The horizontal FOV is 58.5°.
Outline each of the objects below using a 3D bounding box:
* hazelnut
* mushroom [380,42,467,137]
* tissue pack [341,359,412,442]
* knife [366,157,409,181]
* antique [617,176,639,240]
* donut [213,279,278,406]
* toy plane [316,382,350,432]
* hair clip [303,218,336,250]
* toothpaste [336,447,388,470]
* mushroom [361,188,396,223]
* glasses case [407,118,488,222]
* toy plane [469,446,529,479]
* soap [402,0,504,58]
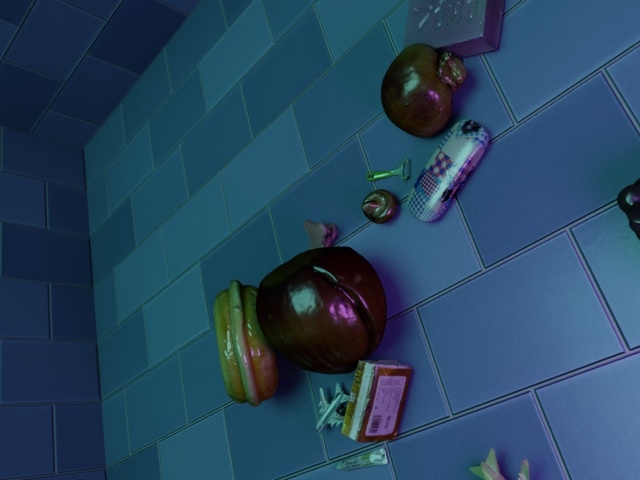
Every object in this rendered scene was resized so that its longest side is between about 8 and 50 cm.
[{"bbox_3d":[0.010,0.201,1.766,0.429,0.401,0.403,-29,61,45],"label":"hazelnut"},{"bbox_3d":[0.305,-0.458,1.730,0.283,0.195,0.264,-35,71,31],"label":"mushroom"},{"bbox_3d":[0.169,0.463,1.661,0.091,0.183,0.226,10,87,46],"label":"tissue pack"},{"bbox_3d":[0.222,-0.219,1.881,0.166,0.022,0.078,-9,68,42],"label":"knife"},{"bbox_3d":[0.783,-0.033,1.173,0.255,0.185,0.323,-27,67,36],"label":"antique"},{"bbox_3d":[-0.261,0.356,2.000,0.449,0.198,0.450,170,90,-83],"label":"donut"},{"bbox_3d":[0.036,0.554,1.856,0.162,0.065,0.171,39,110,42],"label":"toy plane"},{"bbox_3d":[-0.009,-0.001,2.004,0.123,0.102,0.138,28,101,47],"label":"hair clip"},{"bbox_3d":[0.125,0.682,1.765,0.197,0.029,0.048,-28,62,34],"label":"toothpaste"},{"bbox_3d":[0.190,-0.108,1.848,0.109,0.085,0.126,-32,49,-7],"label":"mushroom"},{"bbox_3d":[0.372,-0.204,1.692,0.328,0.076,0.125,-58,46,17],"label":"glasses case"},{"bbox_3d":[0.463,0.643,1.400,0.244,0.092,0.229,61,138,38],"label":"toy plane"},{"bbox_3d":[0.411,-0.704,1.754,0.296,0.107,0.286,1,79,44],"label":"soap"}]
